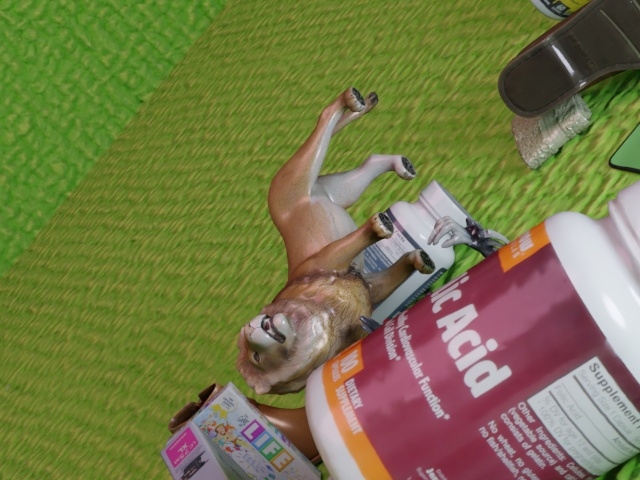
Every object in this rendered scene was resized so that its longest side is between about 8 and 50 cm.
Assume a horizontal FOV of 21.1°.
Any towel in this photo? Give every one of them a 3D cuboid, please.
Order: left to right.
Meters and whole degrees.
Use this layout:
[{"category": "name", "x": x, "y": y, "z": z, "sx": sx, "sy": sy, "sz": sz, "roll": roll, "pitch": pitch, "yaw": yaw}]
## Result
[{"category": "towel", "x": 0.289, "y": -0.151, "z": 2.183, "sx": 0.110, "sy": 0.027, "sz": 0.148, "roll": -41, "pitch": 21, "yaw": 17}]

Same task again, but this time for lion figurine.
[{"category": "lion figurine", "x": 0.000, "y": 0.000, "z": 2.069, "sx": 0.240, "sy": 0.142, "sz": 0.392, "roll": -36, "pitch": 33, "yaw": 26}]

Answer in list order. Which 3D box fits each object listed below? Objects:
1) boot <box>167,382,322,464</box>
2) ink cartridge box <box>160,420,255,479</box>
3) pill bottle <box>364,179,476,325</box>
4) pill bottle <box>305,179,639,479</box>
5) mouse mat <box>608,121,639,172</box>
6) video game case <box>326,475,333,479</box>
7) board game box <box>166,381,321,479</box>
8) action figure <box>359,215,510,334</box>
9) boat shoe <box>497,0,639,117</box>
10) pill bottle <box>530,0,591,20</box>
[{"category": "boot", "x": -0.069, "y": 0.212, "z": 2.037, "sx": 0.197, "sy": 0.152, "sz": 0.073, "roll": -42, "pitch": 21, "yaw": 11}, {"category": "ink cartridge box", "x": -0.061, "y": 0.313, "z": 1.793, "sx": 0.065, "sy": 0.186, "sz": 0.311, "roll": -45, "pitch": 21, "yaw": -4}, {"category": "pill bottle", "x": 0.103, "y": 0.015, "z": 2.128, "sx": 0.180, "sy": 0.108, "sz": 0.108, "roll": -43, "pitch": 21, "yaw": 8}, {"category": "pill bottle", "x": 0.201, "y": 0.115, "z": 1.568, "sx": 0.392, "sy": 0.224, "sz": 0.224, "roll": -34, "pitch": 23, "yaw": 13}, {"category": "mouse mat", "x": 0.413, "y": -0.131, "z": 1.936, "sx": 0.153, "sy": 0.007, "sz": 0.189, "roll": -49, "pitch": 20, "yaw": -7}, {"category": "video game case", "x": 0.088, "y": 0.270, "z": 1.752, "sx": 0.206, "sy": 0.026, "sz": 0.227, "roll": -47, "pitch": 32, "yaw": -1}, {"category": "board game box", "x": -0.089, "y": 0.254, "z": 1.998, "sx": 0.103, "sy": 0.154, "sz": 0.026, "roll": -43, "pitch": 7, "yaw": 10}, {"category": "action figure", "x": 0.171, "y": 0.065, "z": 1.855, "sx": 0.275, "sy": 0.141, "sz": 0.164, "roll": -35, "pitch": 39, "yaw": 22}, {"category": "boat shoe", "x": 0.355, "y": -0.256, "z": 2.090, "sx": 0.307, "sy": 0.111, "sz": 0.104, "roll": -22, "pitch": 13, "yaw": 34}, {"category": "pill bottle", "x": 0.377, "y": -0.395, "z": 2.325, "sx": 0.208, "sy": 0.119, "sz": 0.119, "roll": -30, "pitch": 26, "yaw": 38}]
